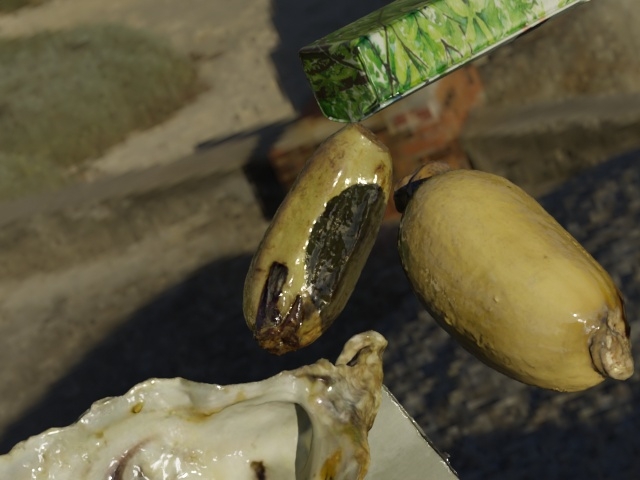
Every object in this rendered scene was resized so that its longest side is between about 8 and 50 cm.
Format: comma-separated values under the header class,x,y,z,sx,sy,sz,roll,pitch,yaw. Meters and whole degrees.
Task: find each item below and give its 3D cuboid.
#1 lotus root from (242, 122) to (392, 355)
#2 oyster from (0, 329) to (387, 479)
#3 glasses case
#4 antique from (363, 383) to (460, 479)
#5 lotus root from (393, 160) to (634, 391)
class,x,y,z,sx,sy,sz,roll,pitch,yaw
lotus root,0.000,0.000,1.818,0.258,0.110,0.097,-63,7,-1
oyster,-0.084,0.205,1.267,0.396,0.111,0.204,-21,56,-17
glasses case,0.122,-0.168,1.255,0.272,0.062,0.095,-29,15,-23
antique,0.012,0.208,1.449,0.147,0.152,0.148,-43,12,-22
lotus root,0.154,0.032,1.508,0.131,0.146,0.303,-20,43,-24
